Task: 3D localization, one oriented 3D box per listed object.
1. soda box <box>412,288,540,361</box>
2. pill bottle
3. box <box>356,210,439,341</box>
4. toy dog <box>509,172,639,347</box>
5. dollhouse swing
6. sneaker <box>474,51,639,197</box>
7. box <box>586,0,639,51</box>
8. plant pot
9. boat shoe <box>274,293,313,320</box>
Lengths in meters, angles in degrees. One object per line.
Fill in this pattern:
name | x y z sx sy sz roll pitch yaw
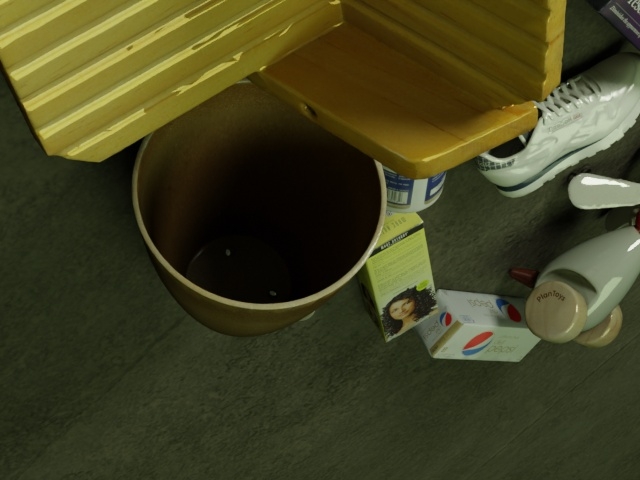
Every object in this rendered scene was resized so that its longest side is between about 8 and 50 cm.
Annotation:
soda box | 0.229 0.124 1.873 0.216 0.069 0.074 8 129 -47
pill bottle | 0.095 -0.115 1.404 0.094 0.094 0.169 -22 147 -19
box | 0.092 0.038 1.643 0.087 0.058 0.232 -30 147 -6
toy dog | 0.382 -0.003 1.806 0.334 0.161 0.220 -46 146 -8
dollhouse swing | -0.035 -0.159 0.965 0.305 0.315 0.347 -46 154 -21
sneaker | 0.288 -0.147 1.552 0.235 0.090 0.095 -40 138 7
box | 0.392 -0.295 1.428 0.184 0.103 0.261 -47 146 16
plant pot | -0.075 0.000 1.319 0.237 0.237 0.254 -22 163 -18
boat shoe | 0.000 0.000 1.529 0.065 0.075 0.206 -65 179 -56
